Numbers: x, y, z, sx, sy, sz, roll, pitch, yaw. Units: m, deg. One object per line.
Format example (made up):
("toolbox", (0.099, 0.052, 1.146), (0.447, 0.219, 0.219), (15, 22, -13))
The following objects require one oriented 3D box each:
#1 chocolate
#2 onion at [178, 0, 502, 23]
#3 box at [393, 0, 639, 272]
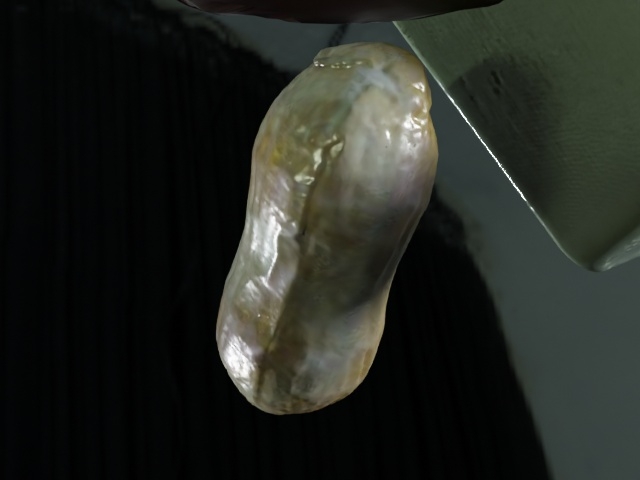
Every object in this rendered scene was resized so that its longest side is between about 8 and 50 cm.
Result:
("chocolate", (0.000, 0.000, 1.102), (0.134, 0.134, 0.309), (5, 124, -20))
("onion", (-0.001, -0.215, 0.411), (0.341, 0.341, 0.341), (-5, 150, -3))
("box", (0.249, -0.211, 1.159), (0.344, 0.352, 0.177), (-44, 164, 34))
